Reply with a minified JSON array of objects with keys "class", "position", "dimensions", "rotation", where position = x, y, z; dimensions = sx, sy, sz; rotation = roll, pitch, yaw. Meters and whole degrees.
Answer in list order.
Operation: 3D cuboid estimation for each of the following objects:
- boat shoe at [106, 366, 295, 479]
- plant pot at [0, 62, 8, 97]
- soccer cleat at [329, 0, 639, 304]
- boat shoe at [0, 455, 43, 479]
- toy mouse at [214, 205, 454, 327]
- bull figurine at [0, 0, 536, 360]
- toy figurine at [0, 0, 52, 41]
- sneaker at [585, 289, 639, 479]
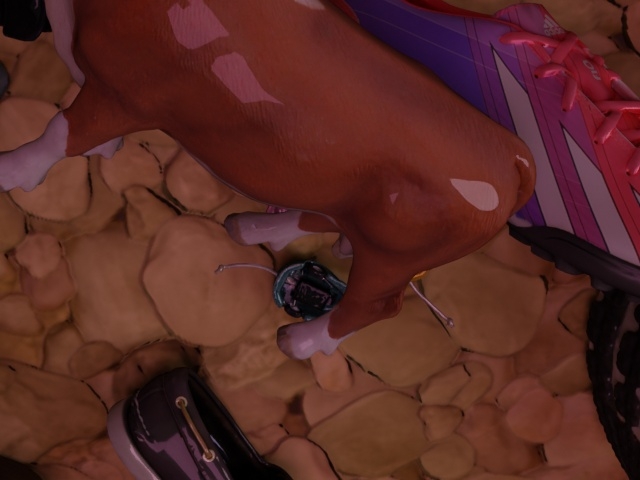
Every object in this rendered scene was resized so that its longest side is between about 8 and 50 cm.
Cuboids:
[{"class":"boat shoe","position":[-0.052,0.186,0.787],"dimensions":[0.068,0.081,0.228],"rotation":[-35,106,17]},{"class":"plant pot","position":[-0.364,-0.059,0.590],"dimensions":[0.248,0.252,0.247],"rotation":[-42,106,15]},{"class":"soccer cleat","position":[0.129,-0.062,0.616],"dimensions":[0.318,0.108,0.116],"rotation":[32,109,23]},{"class":"boat shoe","position":[-0.336,0.179,0.768],"dimensions":[0.285,0.104,0.089],"rotation":[19,108,-9]},{"class":"toy mouse","position":[0.000,0.000,0.737],"dimensions":[0.143,0.031,0.161],"rotation":[-15,112,5]},{"class":"bull figurine","position":[-0.046,-0.071,0.535],"dimensions":[0.310,0.101,0.188],"rotation":[35,128,-16]},{"class":"toy figurine","position":[-0.137,-0.231,0.586],"dimensions":[0.209,0.148,0.213],"rotation":[-30,112,17]},{"class":"sneaker","position":[0.309,0.006,0.696],"dimensions":[0.182,0.158,0.411],"rotation":[5,119,-22]}]
